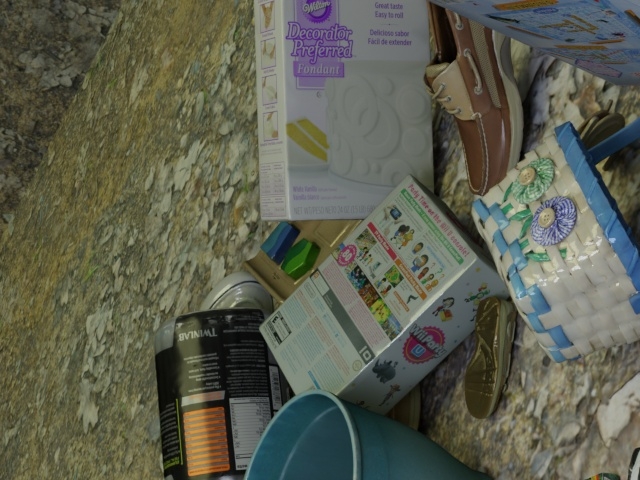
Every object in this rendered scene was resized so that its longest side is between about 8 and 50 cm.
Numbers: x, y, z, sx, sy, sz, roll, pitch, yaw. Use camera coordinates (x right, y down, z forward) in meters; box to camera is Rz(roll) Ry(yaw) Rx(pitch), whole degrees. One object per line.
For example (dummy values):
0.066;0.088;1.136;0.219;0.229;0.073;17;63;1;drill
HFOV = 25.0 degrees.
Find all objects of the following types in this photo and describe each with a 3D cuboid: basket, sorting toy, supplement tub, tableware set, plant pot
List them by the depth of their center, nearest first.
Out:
0.328;-0.017;1.555;0.289;0.201;0.254;-28;38;7;basket
0.290;-0.080;1.718;0.039;0.128;0.194;45;117;27;tableware set
0.072;0.338;1.721;0.272;0.255;0.271;-39;41;46;plant pot
-0.139;0.284;2.184;0.207;0.207;0.338;-30;61;54;supplement tub
0.000;0.000;2.240;0.229;0.041;0.307;-47;27;-1;sorting toy

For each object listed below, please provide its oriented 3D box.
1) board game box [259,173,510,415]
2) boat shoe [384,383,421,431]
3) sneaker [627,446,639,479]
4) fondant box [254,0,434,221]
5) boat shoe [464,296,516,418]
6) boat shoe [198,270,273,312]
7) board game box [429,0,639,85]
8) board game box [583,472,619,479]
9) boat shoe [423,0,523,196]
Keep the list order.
0.082;0.090;1.924;0.303;0.097;0.224;-45;38;10;board game box
0.069;0.187;2.016;0.104;0.089;0.285;-54;31;31;boat shoe
0.318;0.296;1.476;0.077;0.072;0.178;-15;59;56;sneaker
0.035;-0.193;2.065;0.096;0.238;0.330;-3;90;63;fondant box
0.218;0.149;1.815;0.056;0.048;0.153;-6;74;49;boat shoe
-0.161;0.237;2.385;0.367;0.136;0.156;-65;26;18;boat shoe
0.310;-0.252;1.581;0.319;0.318;0.066;13;84;63;board game box
0.275;0.391;1.551;0.136;0.030;0.259;-36;43;46;board game box
0.192;-0.216;1.921;0.123;0.116;0.324;-169;72;-73;boat shoe
